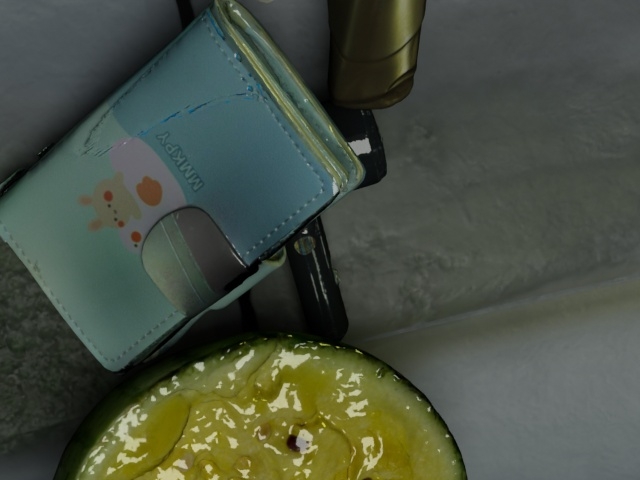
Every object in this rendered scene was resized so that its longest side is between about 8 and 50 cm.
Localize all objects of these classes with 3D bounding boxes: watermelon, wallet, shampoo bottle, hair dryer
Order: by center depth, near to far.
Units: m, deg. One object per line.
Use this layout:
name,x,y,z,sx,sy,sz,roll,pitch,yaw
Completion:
shampoo bottle,0.048,-0.256,1.316,0.084,0.125,0.350,0,123,-6
wallet,-0.105,-0.034,1.360,0.250,0.075,0.176,-38,88,25
watermelon,-0.067,0.204,1.452,0.330,0.189,0.331,-9,108,-29
hair dryer,0.000,0.000,1.456,0.124,0.071,0.219,-14,118,-2

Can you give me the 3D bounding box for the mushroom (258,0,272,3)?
mushroom,-0.050,-0.309,1.315,0.118,0.103,0.270,12,102,-17
